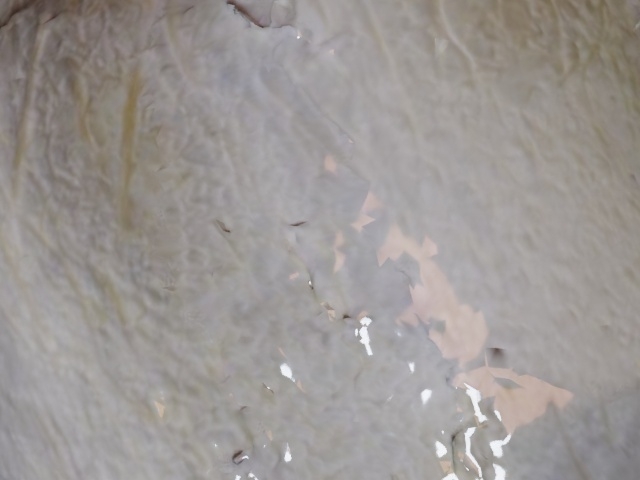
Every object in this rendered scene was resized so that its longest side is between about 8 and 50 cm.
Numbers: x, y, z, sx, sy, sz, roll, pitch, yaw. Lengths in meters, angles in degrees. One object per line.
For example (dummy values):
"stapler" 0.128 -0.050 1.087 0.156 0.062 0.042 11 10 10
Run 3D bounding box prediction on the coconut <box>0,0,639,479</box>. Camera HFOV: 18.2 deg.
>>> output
"coconut" 0.000 0.000 0.503 0.245 0.245 0.247 -28 78 -7
